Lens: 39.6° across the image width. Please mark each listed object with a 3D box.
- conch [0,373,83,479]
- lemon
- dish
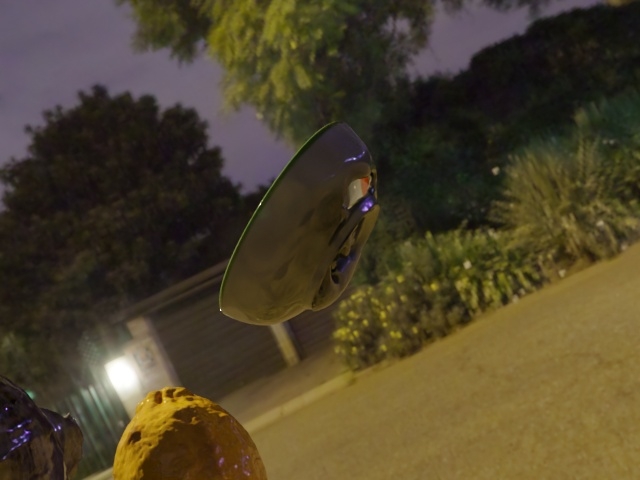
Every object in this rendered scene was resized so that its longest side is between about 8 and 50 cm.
[{"bbox_3d":[-0.216,0.146,0.531,0.130,0.155,0.207,-6,-11,18],"label":"conch"},{"bbox_3d":[-0.100,0.182,0.680,0.114,0.155,0.114,-24,-28,-14],"label":"lemon"},{"bbox_3d":[0.000,0.000,1.261,0.324,0.124,0.324,-55,-11,-16],"label":"dish"}]
